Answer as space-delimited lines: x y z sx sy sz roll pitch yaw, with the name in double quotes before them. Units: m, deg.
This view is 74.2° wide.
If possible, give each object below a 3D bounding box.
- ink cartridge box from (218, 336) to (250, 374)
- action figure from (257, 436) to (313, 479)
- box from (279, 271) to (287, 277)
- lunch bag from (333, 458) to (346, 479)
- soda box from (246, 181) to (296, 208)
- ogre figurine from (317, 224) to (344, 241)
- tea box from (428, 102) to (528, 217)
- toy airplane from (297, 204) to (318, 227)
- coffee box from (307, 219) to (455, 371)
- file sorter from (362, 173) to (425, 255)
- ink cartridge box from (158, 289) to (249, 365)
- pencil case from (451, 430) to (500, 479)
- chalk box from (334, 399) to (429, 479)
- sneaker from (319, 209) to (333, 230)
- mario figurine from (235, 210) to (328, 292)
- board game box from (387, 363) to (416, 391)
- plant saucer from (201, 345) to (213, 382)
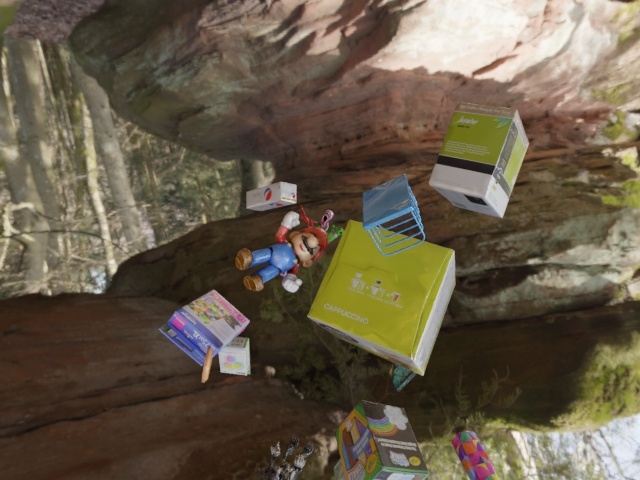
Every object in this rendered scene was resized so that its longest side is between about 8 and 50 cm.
"ink cartridge box" -0.342 0.478 1.692 0.109 0.209 0.062 6 -148 3
"action figure" -0.143 0.902 1.722 0.164 0.140 0.276 21 -165 20
"box" -0.123 0.082 1.884 0.116 0.029 0.162 -35 156 -44
"lunch bag" 0.192 1.237 2.108 0.224 0.160 0.262 20 -156 -12
"soda box" -0.182 -0.158 1.542 0.074 0.069 0.216 6 171 -43
"ogre figurine" 0.000 0.000 1.646 0.197 0.096 0.118 12 -138 45
"tea box" 0.608 -0.294 1.601 0.220 0.323 0.329 21 -178 34
"toy airplane" -0.063 -0.097 2.043 0.028 0.151 0.151 -36 -168 -22
"coffee box" 0.212 0.185 1.348 0.338 0.338 0.334 18 164 24
"file sorter" 0.177 -0.061 1.021 0.118 0.104 0.170 -24 -153 20
"ink cartridge box" -0.378 0.282 1.426 0.065 0.186 0.311 -51 175 18
"pencil case" 0.549 0.786 1.464 0.105 0.104 0.236 -14 -140 -8
"chalk box" 0.185 0.667 1.275 0.180 0.179 0.289 20 -152 -23
"sneaker" 0.016 -0.083 1.934 0.047 0.119 0.057 26 -148 10
"mario figurine" -0.095 0.032 1.326 0.321 0.198 0.170 -26 -144 -36
"board game box" 0.379 0.560 1.877 0.186 0.026 0.126 -53 -155 18
"plant saucer" -0.267 0.294 1.003 0.013 0.083 0.083 10 180 -8
